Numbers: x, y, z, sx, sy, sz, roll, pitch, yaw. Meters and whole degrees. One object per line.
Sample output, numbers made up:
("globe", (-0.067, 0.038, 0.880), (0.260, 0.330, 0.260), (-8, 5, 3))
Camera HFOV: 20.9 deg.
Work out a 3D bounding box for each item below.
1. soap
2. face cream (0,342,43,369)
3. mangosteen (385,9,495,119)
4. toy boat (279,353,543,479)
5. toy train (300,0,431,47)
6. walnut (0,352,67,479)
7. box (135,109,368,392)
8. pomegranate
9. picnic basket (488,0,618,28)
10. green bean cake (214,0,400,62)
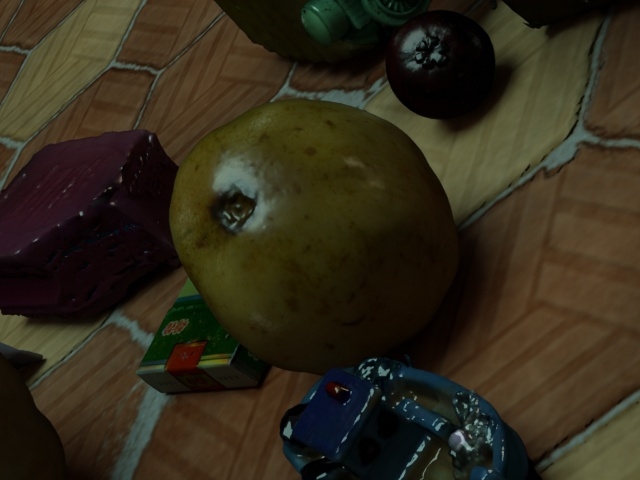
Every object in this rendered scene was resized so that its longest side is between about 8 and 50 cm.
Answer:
("soap", (-0.205, -0.015, 1.535), (0.250, 0.099, 0.162), (-4, 43, 55))
("face cream", (-0.391, 0.098, 1.492), (0.154, 0.274, 0.096), (-26, 60, 40))
("mangosteen", (0.088, -0.126, 1.253), (0.081, 0.081, 0.081), (-36, 29, 24))
("toy boat", (0.044, 0.113, 0.975), (0.100, 0.097, 0.223), (-57, 26, -10))
("toy train", (0.066, -0.257, 1.315), (0.248, 0.159, 0.101), (-38, 10, -18))
("walnut", (-0.358, 0.186, 1.288), (0.306, 0.306, 0.344), (-54, 30, -11))
("box", (-0.044, 0.009, 1.317), (0.132, 0.034, 0.235), (-9, 47, 52))
("pomegranate", (0.000, 0.000, 1.121), (0.196, 0.196, 0.196), (-36, 29, 24))
("picnic basket", (0.168, -0.342, 1.173), (0.254, 0.291, 0.321), (-9, 56, 53))
("green bean cake", (0.015, -0.271, 1.494), (0.224, 0.131, 0.229), (-52, 27, -9))
